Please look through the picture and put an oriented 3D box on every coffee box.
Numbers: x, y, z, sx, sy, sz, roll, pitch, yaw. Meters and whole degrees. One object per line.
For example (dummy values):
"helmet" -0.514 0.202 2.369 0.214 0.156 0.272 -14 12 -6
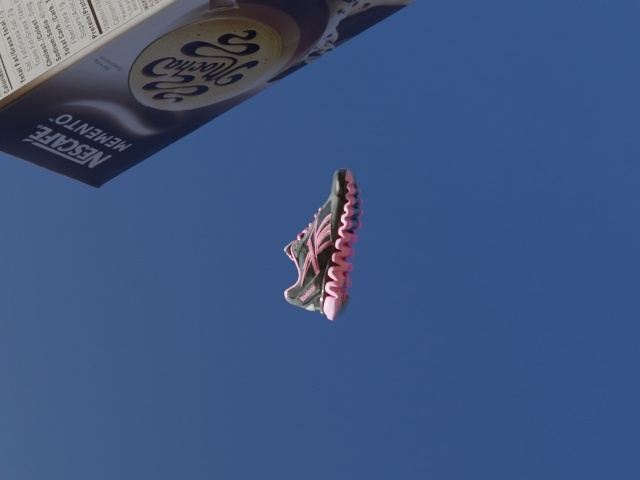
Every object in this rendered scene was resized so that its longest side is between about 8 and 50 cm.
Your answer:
"coffee box" -0.099 -0.168 0.790 0.297 0.168 0.119 -28 -108 16

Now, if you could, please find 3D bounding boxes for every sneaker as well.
"sneaker" 0.000 0.000 0.892 0.057 0.047 0.119 8 -97 16
